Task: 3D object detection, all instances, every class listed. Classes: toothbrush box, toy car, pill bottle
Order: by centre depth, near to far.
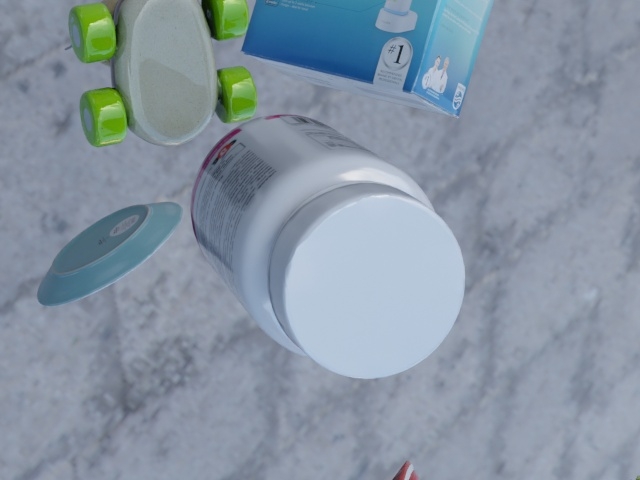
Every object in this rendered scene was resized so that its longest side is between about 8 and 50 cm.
[{"bbox_3d":[0.000,0.000,1.122,0.160,0.283,0.160,-4,105,-15],"label":"pill bottle"},{"bbox_3d":[-0.169,-0.174,1.339,0.155,0.188,0.149,-13,109,-23],"label":"toy car"},{"bbox_3d":[0.072,-0.302,1.516,0.126,0.216,0.296,15,91,-60],"label":"toothbrush box"}]

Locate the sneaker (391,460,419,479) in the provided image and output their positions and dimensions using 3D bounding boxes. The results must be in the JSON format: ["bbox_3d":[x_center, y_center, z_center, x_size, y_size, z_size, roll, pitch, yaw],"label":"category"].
[{"bbox_3d":[0.144,0.374,1.974,0.087,0.128,0.221,-52,171,2],"label":"sneaker"}]

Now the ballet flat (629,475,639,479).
[{"bbox_3d":[0.293,0.159,1.024,0.241,0.091,0.077,-30,174,1],"label":"ballet flat"}]

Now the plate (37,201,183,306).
[{"bbox_3d":[-0.236,0.006,1.575,0.188,0.188,0.024,-42,113,-26],"label":"plate"}]
